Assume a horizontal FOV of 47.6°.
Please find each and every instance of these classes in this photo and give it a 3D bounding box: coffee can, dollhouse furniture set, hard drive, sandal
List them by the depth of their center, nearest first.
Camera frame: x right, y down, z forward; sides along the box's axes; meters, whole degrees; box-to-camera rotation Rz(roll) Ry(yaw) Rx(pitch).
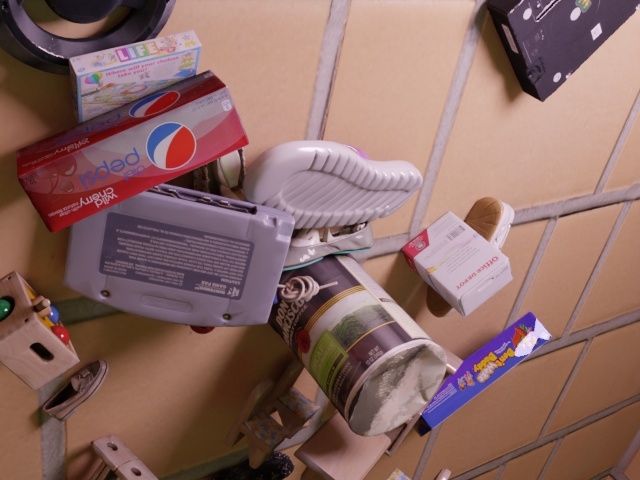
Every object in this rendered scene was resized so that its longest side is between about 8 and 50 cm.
[{"bbox_3d":[0.011,-0.100,1.150,0.169,0.102,0.416,-44,154,24],"label":"sandal"},{"bbox_3d":[0.451,-0.433,1.237,0.339,0.064,0.237,-45,139,2],"label":"hard drive"},{"bbox_3d":[0.058,0.171,1.267,0.201,0.275,0.202,-21,134,-24],"label":"coffee can"},{"bbox_3d":[-0.347,0.431,1.304,0.129,0.129,0.183,-53,162,10],"label":"dollhouse furniture set"},{"bbox_3d":[0.096,0.336,1.394,0.256,0.362,0.394,-60,164,20],"label":"dollhouse furniture set"}]

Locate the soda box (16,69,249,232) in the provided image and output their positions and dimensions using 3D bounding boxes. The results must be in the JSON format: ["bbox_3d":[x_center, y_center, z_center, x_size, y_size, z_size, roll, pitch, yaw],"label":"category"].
[{"bbox_3d":[-0.228,-0.112,0.885,0.263,0.092,0.083,-26,124,-9],"label":"soda box"}]

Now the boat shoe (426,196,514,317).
[{"bbox_3d":[0.321,0.045,1.506,0.096,0.098,0.277,12,114,-42],"label":"boat shoe"}]

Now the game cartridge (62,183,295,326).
[{"bbox_3d":[-0.200,0.023,1.014,0.294,0.060,0.196,13,112,-10],"label":"game cartridge"}]

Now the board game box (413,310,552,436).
[{"bbox_3d":[0.361,0.321,1.715,0.347,0.078,0.233,-35,164,-10],"label":"board game box"}]

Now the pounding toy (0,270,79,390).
[{"bbox_3d":[-0.389,0.111,0.974,0.100,0.130,0.141,-34,138,-11],"label":"pounding toy"}]

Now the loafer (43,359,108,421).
[{"bbox_3d":[-0.387,0.236,1.149,0.125,0.045,0.039,-47,132,9],"label":"loafer"}]

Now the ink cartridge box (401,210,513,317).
[{"bbox_3d":[0.263,0.045,1.401,0.127,0.175,0.072,-37,138,-7],"label":"ink cartridge box"}]

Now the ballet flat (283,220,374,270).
[{"bbox_3d":[0.000,0.000,1.252,0.213,0.072,0.068,-12,103,-32],"label":"ballet flat"}]

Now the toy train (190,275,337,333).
[{"bbox_3d":[-0.108,0.040,1.112,0.248,0.105,0.143,-14,128,1],"label":"toy train"}]

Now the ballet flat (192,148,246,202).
[{"bbox_3d":[-0.141,-0.084,1.049,0.091,0.077,0.241,-24,136,-19],"label":"ballet flat"}]

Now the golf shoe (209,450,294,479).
[{"bbox_3d":[-0.153,0.514,1.552,0.198,0.077,0.094,-13,142,-21],"label":"golf shoe"}]

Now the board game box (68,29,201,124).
[{"bbox_3d":[-0.226,-0.199,0.889,0.154,0.026,0.103,-21,163,-25],"label":"board game box"}]

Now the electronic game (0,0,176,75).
[{"bbox_3d":[-0.264,-0.286,0.804,0.229,0.048,0.229,-24,143,-20],"label":"electronic game"}]
